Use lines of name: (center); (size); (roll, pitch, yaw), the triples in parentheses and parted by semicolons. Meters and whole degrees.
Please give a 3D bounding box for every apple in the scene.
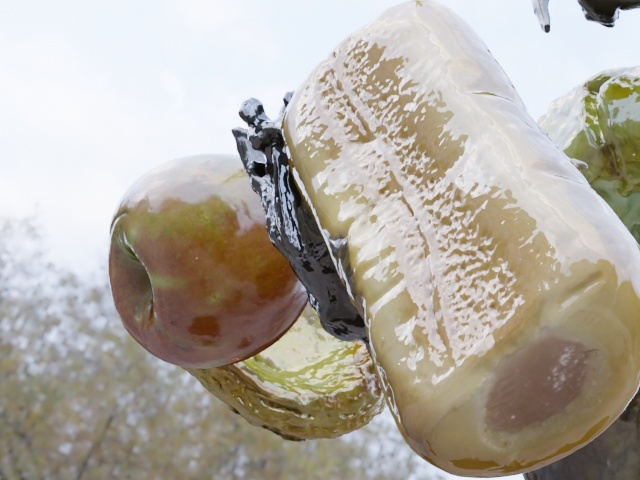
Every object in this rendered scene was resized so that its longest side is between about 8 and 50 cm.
apple: (-0.092, 0.014, 1.349); (0.196, 0.196, 0.196); (17, -30, 10)

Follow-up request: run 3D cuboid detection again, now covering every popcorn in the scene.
popcorn: (0.294, -0.072, 1.443); (0.221, 0.204, 0.183); (-22, -61, 38)

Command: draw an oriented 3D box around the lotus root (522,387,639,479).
lotus root: (0.232, 0.173, 1.234); (0.142, 0.314, 0.210); (-19, -29, 6)

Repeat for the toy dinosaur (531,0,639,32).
toy dinosaur: (0.284, -0.226, 1.349); (0.187, 0.087, 0.179); (4, 10, 8)

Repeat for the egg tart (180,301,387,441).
egg tart: (-0.050, 0.090, 1.573); (0.294, 0.294, 0.123); (27, -42, -8)

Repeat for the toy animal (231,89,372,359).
toy animal: (0.000, 0.000, 0.989); (0.085, 0.148, 0.232); (-18, -65, 12)

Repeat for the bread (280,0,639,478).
bread: (0.071, -0.010, 0.782); (0.142, 0.305, 0.091); (-39, -53, 13)
